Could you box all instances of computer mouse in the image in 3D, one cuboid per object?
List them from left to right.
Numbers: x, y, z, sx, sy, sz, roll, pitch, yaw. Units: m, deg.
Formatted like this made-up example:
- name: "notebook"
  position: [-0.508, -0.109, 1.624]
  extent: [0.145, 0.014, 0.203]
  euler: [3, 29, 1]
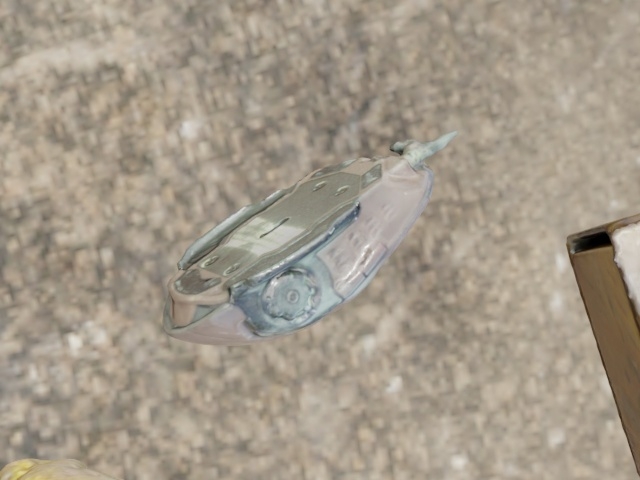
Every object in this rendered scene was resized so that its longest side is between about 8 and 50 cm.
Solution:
- name: "computer mouse"
  position: [0.001, 0.006, 1.691]
  extent: [0.389, 0.199, 0.115]
  euler: [-34, 115, -17]

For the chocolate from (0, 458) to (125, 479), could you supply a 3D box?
- name: "chocolate"
  position: [-0.133, 0.253, 1.093]
  extent: [0.134, 0.309, 0.134]
  euler: [-25, 130, -34]

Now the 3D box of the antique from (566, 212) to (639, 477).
- name: "antique"
  position: [0.230, 0.130, 0.880]
  extent: [0.093, 0.087, 0.309]
  euler: [143, -71, -82]
